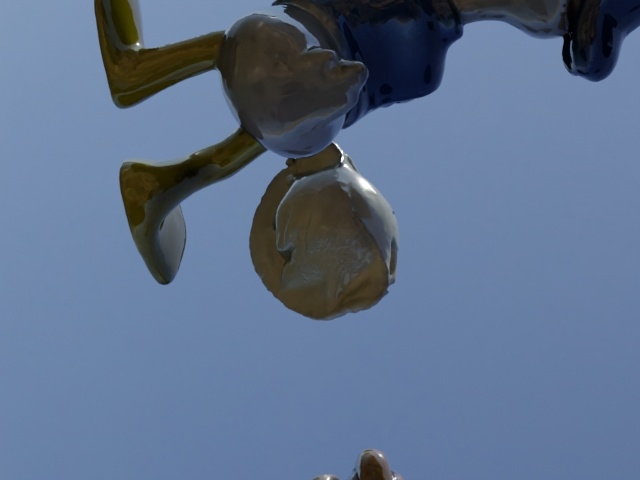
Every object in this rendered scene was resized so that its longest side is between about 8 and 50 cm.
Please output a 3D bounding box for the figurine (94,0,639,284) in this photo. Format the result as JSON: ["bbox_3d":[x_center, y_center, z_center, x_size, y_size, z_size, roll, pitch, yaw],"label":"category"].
[{"bbox_3d":[0.053,-0.125,1.098,0.338,0.205,0.283,-8,-158,14],"label":"figurine"}]

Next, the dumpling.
[{"bbox_3d":[-0.001,0.000,1.727,0.155,0.111,0.181,-29,-150,24],"label":"dumpling"}]

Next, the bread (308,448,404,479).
[{"bbox_3d":[-0.015,0.271,1.425,0.225,0.081,0.134,-38,-129,16],"label":"bread"}]
